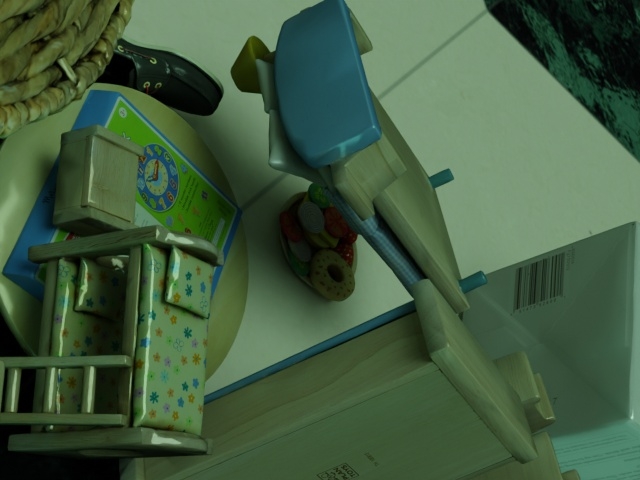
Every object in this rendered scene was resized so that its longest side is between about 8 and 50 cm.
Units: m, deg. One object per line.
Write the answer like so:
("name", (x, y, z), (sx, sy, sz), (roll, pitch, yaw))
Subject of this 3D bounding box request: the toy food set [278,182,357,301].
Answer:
("toy food set", (0.000, 0.000, 0.847), (0.082, 0.020, 0.083), (44, 46, -22))

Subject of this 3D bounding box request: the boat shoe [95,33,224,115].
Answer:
("boat shoe", (-0.126, -0.112, 0.750), (0.133, 0.049, 0.042), (24, 52, -29))

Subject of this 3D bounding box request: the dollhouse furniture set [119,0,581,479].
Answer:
("dollhouse furniture set", (0.010, 0.046, 0.757), (0.286, 0.198, 0.303), (50, 21, -44))

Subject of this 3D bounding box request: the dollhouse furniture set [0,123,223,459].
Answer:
("dollhouse furniture set", (-0.128, 0.010, 0.558), (0.161, 0.101, 0.182), (25, 61, -55))

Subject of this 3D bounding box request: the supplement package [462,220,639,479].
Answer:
("supplement package", (0.271, 0.147, 0.938), (0.293, 0.177, 0.175), (34, 51, -31))

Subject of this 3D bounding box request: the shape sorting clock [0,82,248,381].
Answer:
("shape sorting clock", (-0.122, 0.002, 0.703), (0.206, 0.040, 0.206), (17, 68, -50))

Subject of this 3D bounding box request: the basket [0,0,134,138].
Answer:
("basket", (-0.235, -0.148, 0.545), (0.299, 0.223, 0.213), (-75, 148, -54))
